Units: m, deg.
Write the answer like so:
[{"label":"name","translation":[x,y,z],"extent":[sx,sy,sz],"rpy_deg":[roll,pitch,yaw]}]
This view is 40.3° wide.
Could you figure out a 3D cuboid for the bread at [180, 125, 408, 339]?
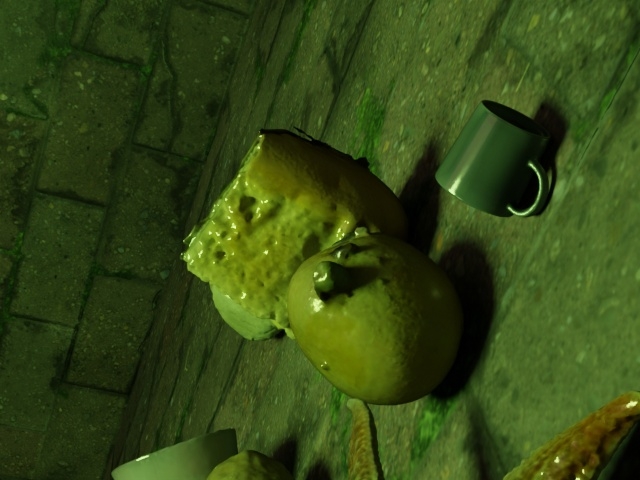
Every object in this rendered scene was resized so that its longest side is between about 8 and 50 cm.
[{"label":"bread","translation":[0.000,0.000,0.962],"extent":[0.163,0.262,0.204],"rpy_deg":[38,101,39]}]

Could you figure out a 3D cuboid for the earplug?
[{"label":"earplug","translation":[-0.147,0.416,1.130],"extent":[0.172,0.172,0.301],"rpy_deg":[-48,58,59]}]

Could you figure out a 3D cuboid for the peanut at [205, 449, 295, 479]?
[{"label":"peanut","translation":[-0.087,0.410,0.950],"extent":[0.387,0.170,0.192],"rpy_deg":[-92,-12,-45]}]

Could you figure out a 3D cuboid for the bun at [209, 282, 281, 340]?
[{"label":"bun","translation":[-0.118,0.057,1.432],"extent":[0.220,0.134,0.220],"rpy_deg":[-177,90,-76]}]

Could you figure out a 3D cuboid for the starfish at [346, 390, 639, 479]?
[{"label":"starfish","translation":[0.095,0.292,0.571],"extent":[0.398,0.132,0.383],"rpy_deg":[-32,42,63]}]

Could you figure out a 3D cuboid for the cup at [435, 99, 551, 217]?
[{"label":"cup","translation":[0.158,-0.066,0.749],"extent":[0.100,0.078,0.077],"rpy_deg":[43,119,33]}]

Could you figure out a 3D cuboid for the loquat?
[{"label":"loquat","translation":[0.047,0.066,0.810],"extent":[0.149,0.204,0.172],"rpy_deg":[-46,49,-3]}]
